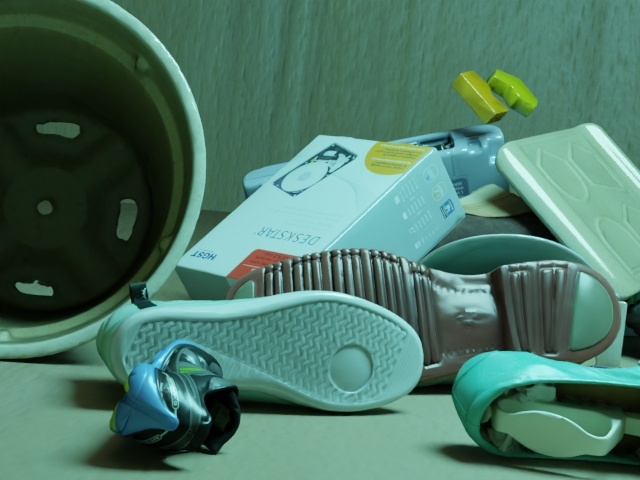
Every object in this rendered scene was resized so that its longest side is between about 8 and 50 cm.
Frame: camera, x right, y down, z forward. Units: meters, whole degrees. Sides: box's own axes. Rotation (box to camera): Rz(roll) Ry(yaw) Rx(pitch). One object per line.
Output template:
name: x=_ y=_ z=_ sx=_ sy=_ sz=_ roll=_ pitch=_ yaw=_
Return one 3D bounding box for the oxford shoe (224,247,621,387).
oxford shoe: x=0.083 y=0.086 z=1.541 sx=0.348 sy=0.123 sz=0.130 roll=4 pitch=-21 yaw=-7

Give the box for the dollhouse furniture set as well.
dollhouse furniture set: x=0.321 y=0.093 z=1.674 sx=0.114 sy=0.081 sz=0.091 roll=6 pitch=5 yaw=16

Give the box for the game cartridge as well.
game cartridge: x=0.071 y=-0.017 z=1.964 sx=0.294 sy=0.196 sz=0.060 roll=-11 pitch=32 yaw=-1

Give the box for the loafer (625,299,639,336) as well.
loafer: x=0.422 y=0.091 z=1.756 sx=0.133 sy=0.130 sz=0.366 roll=-30 pitch=2 yaw=-11

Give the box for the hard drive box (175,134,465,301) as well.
hard drive box: x=0.000 y=0.000 z=1.736 sx=0.181 sy=0.089 sz=0.232 roll=9 pitch=45 yaw=48

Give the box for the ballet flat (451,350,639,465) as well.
ballet flat: x=0.215 y=0.132 z=1.223 sx=0.247 sy=0.083 sz=0.087 roll=5 pitch=29 yaw=3

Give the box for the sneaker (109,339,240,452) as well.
sneaker: x=-0.092 y=0.115 z=1.187 sx=0.078 sy=0.067 sz=0.188 roll=26 pitch=4 yaw=2

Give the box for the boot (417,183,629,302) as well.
boot: x=0.189 y=0.046 z=1.815 sx=0.207 sy=0.090 sz=0.248 roll=42 pitch=48 yaw=21

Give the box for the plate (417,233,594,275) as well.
plate: x=0.170 y=0.051 z=1.616 sx=0.188 sy=0.188 sz=0.024 roll=5 pitch=47 yaw=1

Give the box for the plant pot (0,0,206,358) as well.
plant pot: x=-0.272 y=-0.047 z=1.633 sx=0.333 sy=0.334 sz=0.305 roll=5 pitch=-7 yaw=-3

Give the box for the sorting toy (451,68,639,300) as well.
sorting toy: x=0.276 y=-0.068 z=1.912 sx=0.307 sy=0.041 sz=0.229 roll=51 pitch=33 yaw=14

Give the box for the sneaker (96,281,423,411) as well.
sneaker: x=-0.054 y=0.080 z=1.388 sx=0.255 sy=0.094 sz=0.151 roll=5 pitch=1 yaw=-18

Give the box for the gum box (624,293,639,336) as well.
gum box: x=0.421 y=0.036 z=2.025 sx=0.184 sy=0.157 sz=0.041 roll=4 pitch=5 yaw=-15
